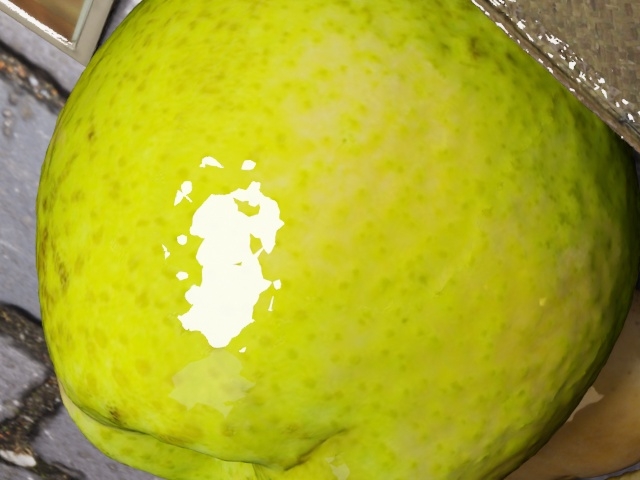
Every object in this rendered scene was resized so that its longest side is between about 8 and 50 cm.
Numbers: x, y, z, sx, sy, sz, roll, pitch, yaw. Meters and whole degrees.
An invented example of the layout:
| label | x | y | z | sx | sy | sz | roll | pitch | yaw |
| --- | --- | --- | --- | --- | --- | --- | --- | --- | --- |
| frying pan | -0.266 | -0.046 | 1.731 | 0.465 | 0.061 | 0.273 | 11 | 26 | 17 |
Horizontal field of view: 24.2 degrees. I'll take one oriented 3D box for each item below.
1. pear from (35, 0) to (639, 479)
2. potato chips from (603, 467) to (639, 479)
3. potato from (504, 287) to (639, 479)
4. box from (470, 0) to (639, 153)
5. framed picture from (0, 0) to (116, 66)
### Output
| label | x | y | z | sx | sy | sz | roll | pitch | yaw |
| --- | --- | --- | --- | --- | --- | --- | --- | --- | --- |
| pear | 0.000 | 0.000 | 0.899 | 0.391 | 0.391 | 0.391 | 16 | 138 | 15 |
| potato chips | 0.252 | 0.191 | 1.097 | 0.407 | 0.057 | 0.080 | -30 | 149 | 32 |
| potato | 0.162 | 0.108 | 1.101 | 0.234 | 0.146 | 0.150 | -6 | 160 | 35 |
| box | 0.221 | -0.134 | 0.738 | 0.273 | 0.184 | 0.143 | 42 | 141 | 2 |
| framed picture | -0.216 | -0.236 | 0.991 | 0.211 | 0.020 | 0.289 | 34 | 155 | -6 |
